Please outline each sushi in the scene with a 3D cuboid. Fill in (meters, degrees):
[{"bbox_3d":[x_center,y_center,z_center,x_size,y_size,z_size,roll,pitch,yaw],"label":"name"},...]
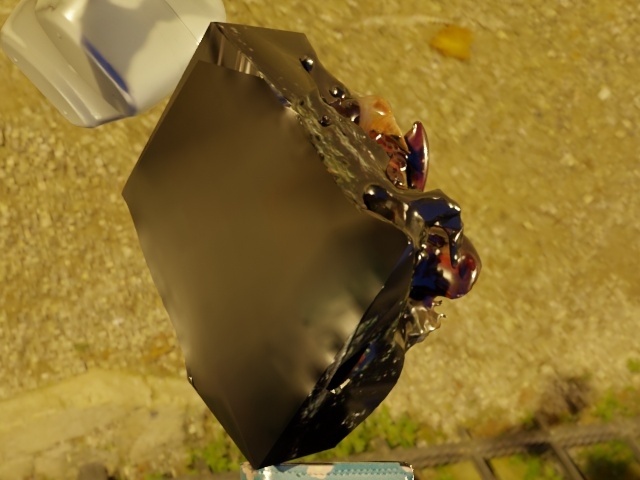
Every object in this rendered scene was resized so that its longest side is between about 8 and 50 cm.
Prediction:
[{"bbox_3d":[-0.001,0.000,0.840,0.212,0.227,0.215,-2,133,-50],"label":"sushi"}]

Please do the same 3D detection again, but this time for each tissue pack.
[{"bbox_3d":[-0.277,-0.301,1.562,0.236,0.333,0.229,-48,111,-20],"label":"tissue pack"}]

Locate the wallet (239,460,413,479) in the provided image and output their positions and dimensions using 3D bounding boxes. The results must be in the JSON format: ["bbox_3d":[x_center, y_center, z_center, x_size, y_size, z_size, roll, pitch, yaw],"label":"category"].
[{"bbox_3d":[0.009,0.266,0.839,0.141,0.202,0.059,3,165,-21],"label":"wallet"}]
